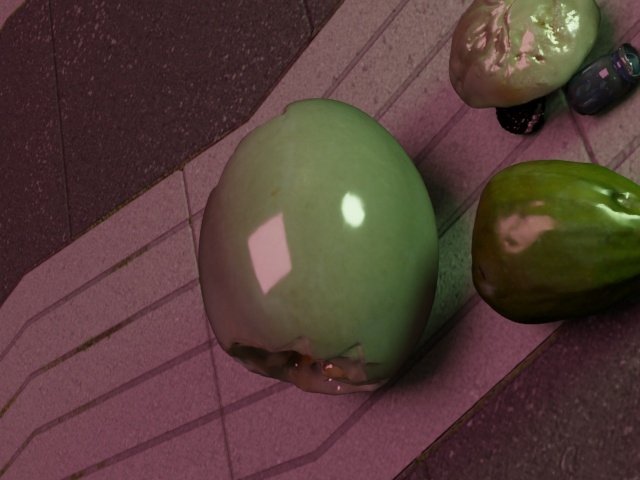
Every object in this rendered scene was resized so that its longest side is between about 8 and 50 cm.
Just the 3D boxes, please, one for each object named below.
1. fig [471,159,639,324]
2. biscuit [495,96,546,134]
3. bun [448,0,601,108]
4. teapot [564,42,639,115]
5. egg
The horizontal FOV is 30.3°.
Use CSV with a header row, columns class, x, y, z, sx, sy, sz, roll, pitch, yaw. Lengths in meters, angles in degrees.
class,x,y,z,sx,sy,sz,roll,pitch,yaw
fig,0.243,-0.001,1.170,0.233,0.167,0.167,-7,70,57
biscuit,0.236,-0.165,1.345,0.089,0.027,0.087,-38,49,35
bun,0.212,-0.228,1.296,0.183,0.102,0.183,-29,31,19
teapot,0.306,-0.171,1.257,0.083,0.063,0.049,-34,84,35
egg,0.000,0.000,1.366,0.278,0.278,0.336,-17,58,46
